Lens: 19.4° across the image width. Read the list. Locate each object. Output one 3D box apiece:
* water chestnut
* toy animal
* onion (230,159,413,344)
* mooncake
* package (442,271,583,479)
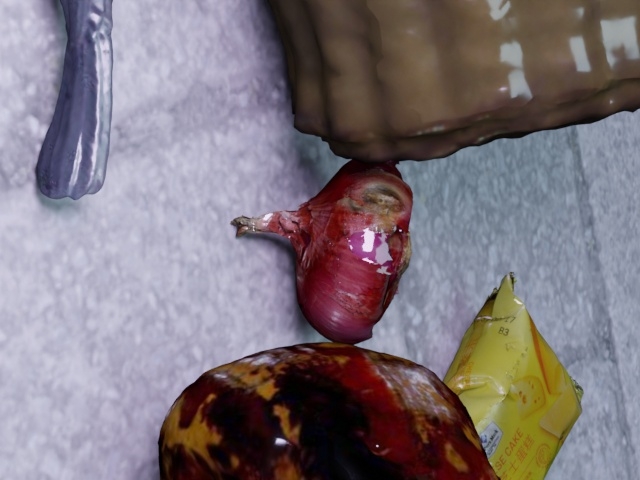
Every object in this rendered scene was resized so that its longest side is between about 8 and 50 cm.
[{"bbox_3d":[0.001,0.210,1.265,0.244,0.289,0.289,-21,105,-76],"label":"water chestnut"},{"bbox_3d":[-0.145,-0.229,1.267,0.206,0.081,0.367,-28,117,-54],"label":"toy animal"},{"bbox_3d":[0.000,0.000,1.424,0.150,0.140,0.150,-169,-90,-87],"label":"onion"},{"bbox_3d":[0.120,-0.178,1.408,0.324,0.324,0.187,-29,112,-49],"label":"mooncake"},{"bbox_3d":[0.149,0.152,1.596,0.168,0.090,0.226,54,50,-31],"label":"package"}]
